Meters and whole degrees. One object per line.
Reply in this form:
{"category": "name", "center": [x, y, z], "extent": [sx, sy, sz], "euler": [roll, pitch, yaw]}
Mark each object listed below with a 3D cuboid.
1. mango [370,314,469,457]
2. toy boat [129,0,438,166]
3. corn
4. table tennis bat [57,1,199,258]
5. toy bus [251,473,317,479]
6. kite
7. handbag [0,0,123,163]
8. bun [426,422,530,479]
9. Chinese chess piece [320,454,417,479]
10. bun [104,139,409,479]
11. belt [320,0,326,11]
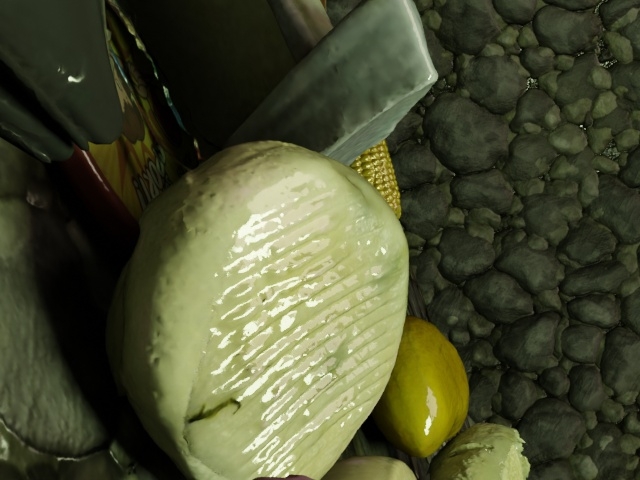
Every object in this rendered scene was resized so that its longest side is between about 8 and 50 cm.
{"category": "mango", "center": [0.132, 0.200, 1.114], "extent": [0.195, 0.142, 0.331], "euler": [67, 9, 13]}
{"category": "toy boat", "center": [-0.057, -0.144, 0.577], "extent": [0.293, 0.111, 0.276], "euler": [48, -34, 15]}
{"category": "corn", "center": [0.050, -0.191, 1.415], "extent": [0.144, 0.143, 0.387], "euler": [21, 48, -77]}
{"category": "table tennis bat", "center": [-0.118, -0.041, 0.543], "extent": [0.200, 0.038, 0.310], "euler": [-91, 155, -62]}
{"category": "toy bus", "center": [0.047, 0.282, 0.342], "extent": [0.162, 0.171, 0.386], "euler": [26, -34, 57]}
{"category": "kite", "center": [-0.150, -0.164, 0.511], "extent": [0.310, 0.015, 0.169], "euler": [60, 10, 8]}
{"category": "handbag", "center": [-0.160, -0.208, 0.317], "extent": [0.288, 0.152, 0.342], "euler": [65, 13, -53]}
{"category": "bun", "center": [0.217, 0.392, 1.117], "extent": [0.259, 0.152, 0.260], "euler": [-4, 90, -68]}
{"category": "Chinese chess piece", "center": [0.051, 0.301, 0.592], "extent": [0.273, 0.102, 0.273], "euler": [-20, 90, -80]}
{"category": "bun", "center": [-0.038, 0.045, 0.472], "extent": [0.210, 0.116, 0.237], "euler": [-41, 137, -36]}
{"category": "belt", "center": [-0.070, -0.289, 0.819], "extent": [0.217, 0.122, 0.339], "euler": [54, 33, -69]}
